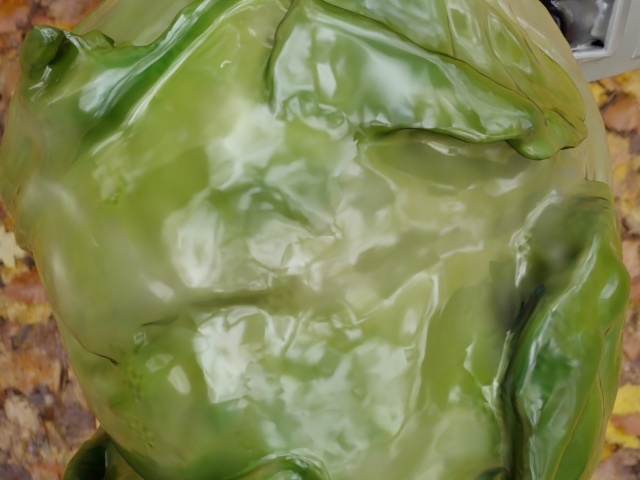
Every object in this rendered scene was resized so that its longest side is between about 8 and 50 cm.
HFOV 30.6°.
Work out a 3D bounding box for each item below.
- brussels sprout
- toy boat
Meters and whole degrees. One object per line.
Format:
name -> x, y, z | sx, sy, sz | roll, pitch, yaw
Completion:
brussels sprout -> 0.000, 0.002, 0.474 | 0.294, 0.227, 0.259 | -37, 105, -29
toy boat -> 0.219, -0.182, 0.855 | 0.295, 0.129, 0.088 | -14, 38, -27
